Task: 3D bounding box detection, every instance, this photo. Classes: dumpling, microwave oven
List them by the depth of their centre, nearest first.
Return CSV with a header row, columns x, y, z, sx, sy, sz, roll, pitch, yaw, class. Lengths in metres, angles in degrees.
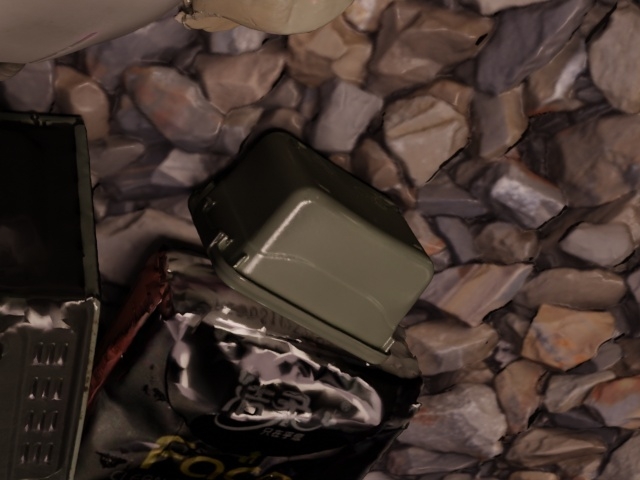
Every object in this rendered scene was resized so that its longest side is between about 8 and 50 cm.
x,y,z,sx,sy,sz,roll,pitch,yaw,class
-0.014,-0.194,0.896,0.136,0.118,0.199,-5,156,-30,dumpling
-0.340,0.065,0.976,0.355,0.218,0.286,4,131,-16,microwave oven

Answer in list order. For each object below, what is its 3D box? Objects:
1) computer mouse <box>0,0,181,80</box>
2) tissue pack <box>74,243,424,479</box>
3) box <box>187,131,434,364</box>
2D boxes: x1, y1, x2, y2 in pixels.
x,y,z,sx,sy,sz,roll,pitch,yaw,class
-0.141,-0.167,0.819,0.297,0.121,0.184,-35,164,36,computer mouse
-0.097,0.168,1.185,0.245,0.123,0.332,17,125,-28,tissue pack
0.000,0.000,1.066,0.172,0.124,0.093,30,108,-34,box
